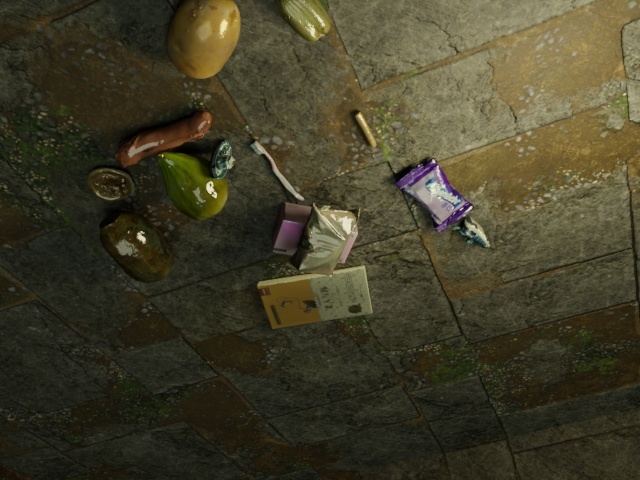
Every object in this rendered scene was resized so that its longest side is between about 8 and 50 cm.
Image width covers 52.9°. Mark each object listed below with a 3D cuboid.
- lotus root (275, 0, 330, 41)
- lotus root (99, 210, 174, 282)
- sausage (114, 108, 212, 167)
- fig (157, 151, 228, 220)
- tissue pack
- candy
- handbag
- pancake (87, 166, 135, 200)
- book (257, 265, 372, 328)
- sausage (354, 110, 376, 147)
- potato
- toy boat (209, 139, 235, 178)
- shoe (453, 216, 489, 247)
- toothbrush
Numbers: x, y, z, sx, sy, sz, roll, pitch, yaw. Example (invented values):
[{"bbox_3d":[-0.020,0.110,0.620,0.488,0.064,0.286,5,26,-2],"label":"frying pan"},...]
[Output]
[{"bbox_3d":[-0.049,-0.546,1.508,0.090,0.077,0.183,-37,131,21],"label":"lotus root"},{"bbox_3d":[-0.567,0.019,2.000,0.152,0.160,0.275,-15,136,25],"label":"lotus root"},{"bbox_3d":[-0.428,-0.280,1.759,0.304,0.078,0.078,-19,135,10],"label":"sausage"},{"bbox_3d":[-0.363,-0.171,1.834,0.167,0.167,0.233,-19,110,15],"label":"fig"},{"bbox_3d":[-0.020,-0.025,2.046,0.246,0.092,0.148,10,132,-13],"label":"tissue pack"},{"bbox_3d":[0.355,-0.136,1.980,0.145,0.070,0.275,-35,125,19],"label":"candy"},{"bbox_3d":[0.000,0.000,1.931,0.183,0.117,0.270,5,127,-27],"label":"handbag"},{"bbox_3d":[-0.619,-0.166,1.898,0.140,0.022,0.139,-2,137,-2],"label":"pancake"},{"bbox_3d":[-0.014,0.210,2.336,0.389,0.032,0.269,-10,135,5],"label":"book"},{"bbox_3d":[0.129,-0.310,1.809,0.024,0.024,0.132,-21,133,16],"label":"sausage"},{"bbox_3d":[-0.282,-0.484,1.522,0.150,0.146,0.234,36,130,3],"label":"potato"},{"bbox_3d":[-0.268,-0.222,1.784,0.066,0.140,0.059,-9,139,28],"label":"toy boat"},{"bbox_3d":[0.507,-0.016,2.121,0.071,0.064,0.143,-35,126,27],"label":"shoe"},{"bbox_3d":[-0.123,-0.200,1.905,0.027,0.021,0.269,-14,137,28],"label":"toothbrush"}]
